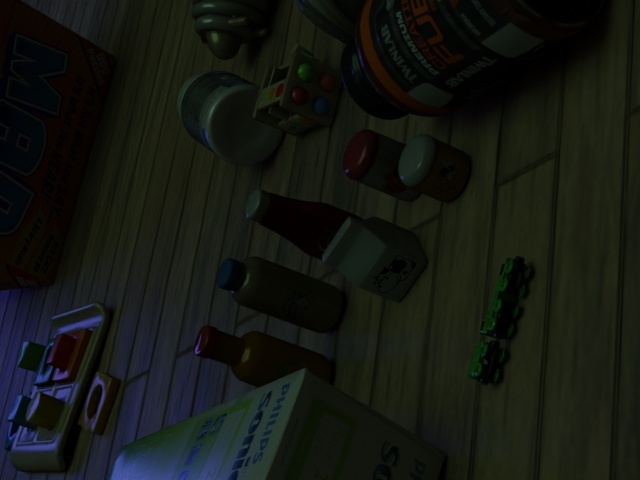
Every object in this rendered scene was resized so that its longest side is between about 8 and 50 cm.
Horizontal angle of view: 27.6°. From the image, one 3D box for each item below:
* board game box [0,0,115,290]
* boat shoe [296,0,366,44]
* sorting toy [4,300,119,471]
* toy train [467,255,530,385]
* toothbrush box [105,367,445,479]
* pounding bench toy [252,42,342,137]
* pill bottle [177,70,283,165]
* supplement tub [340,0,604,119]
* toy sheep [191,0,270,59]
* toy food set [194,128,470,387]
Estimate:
[{"bbox_3d":[-0.569,-0.149,1.819,0.356,0.356,0.356,-7,63,44],"label":"board game box"},{"bbox_3d":[0.065,-0.332,1.095,0.130,0.132,0.355,-21,61,45],"label":"boat shoe"},{"bbox_3d":[-0.318,0.170,1.527,0.348,0.047,0.196,-18,55,59],"label":"sorting toy"},{"bbox_3d":[0.110,0.050,0.807,0.024,0.017,0.083,171,118,-73],"label":"toy train"},{"bbox_3d":[-0.069,0.227,0.861,0.283,0.122,0.206,-27,35,53],"label":"toothbrush box"},{"bbox_3d":[-0.015,-0.144,1.163,0.065,0.052,0.083,-14,58,60],"label":"pounding bench toy"},{"bbox_3d":[-0.092,-0.124,1.270,0.078,0.078,0.137,-66,26,6],"label":"pill bottle"},{"bbox_3d":[0.094,-0.150,0.892,0.198,0.106,0.106,-31,44,53],"label":"supplement tub"},{"bbox_3d":[-0.093,-0.253,1.370,0.091,0.091,0.132,-12,66,61],"label":"toy sheep"},{"bbox_3d":[0.000,0.000,0.959,0.232,0.104,0.111,-56,28,25],"label":"toy food set"}]
